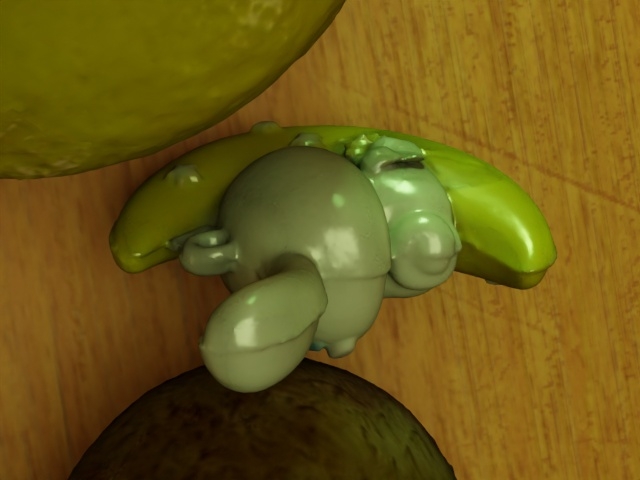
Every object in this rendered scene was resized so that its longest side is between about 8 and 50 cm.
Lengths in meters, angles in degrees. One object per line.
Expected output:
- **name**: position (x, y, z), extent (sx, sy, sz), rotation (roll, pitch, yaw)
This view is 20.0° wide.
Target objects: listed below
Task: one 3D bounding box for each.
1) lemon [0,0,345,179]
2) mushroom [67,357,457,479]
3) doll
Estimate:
- **lemon**: position (-0.139, -0.193, 0.920), extent (0.348, 0.348, 0.347), rotation (-1, 93, -16)
- **mushroom**: position (-0.088, 0.238, 1.030), extent (0.334, 0.356, 0.331), rotation (-17, 96, -52)
- **doll**: position (0.000, 0.000, 1.011), extent (0.237, 0.252, 0.111), rotation (-6, 115, -27)
